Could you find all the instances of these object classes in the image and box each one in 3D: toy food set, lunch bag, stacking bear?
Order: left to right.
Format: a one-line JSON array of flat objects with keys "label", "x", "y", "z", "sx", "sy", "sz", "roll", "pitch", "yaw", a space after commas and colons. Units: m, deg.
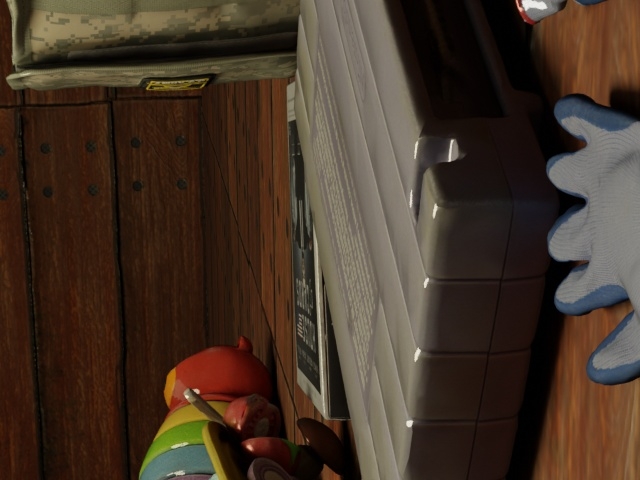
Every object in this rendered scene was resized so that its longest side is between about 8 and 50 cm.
[{"label": "lunch bag", "x": -0.107, "y": -0.200, "z": 1.104, "sx": 0.287, "sy": 0.235, "sz": 0.169, "roll": 98, "pitch": 165, "yaw": -54}, {"label": "stacking bear", "x": -0.113, "y": 0.228, "z": 1.648, "sx": 0.289, "sy": 0.164, "sz": 0.175, "roll": -84, "pitch": 5, "yaw": -48}, {"label": "toy food set", "x": -0.019, "y": 0.165, "z": 1.134, "sx": 0.128, "sy": 0.071, "sz": 0.218, "roll": 49, "pitch": -176, "yaw": -31}]

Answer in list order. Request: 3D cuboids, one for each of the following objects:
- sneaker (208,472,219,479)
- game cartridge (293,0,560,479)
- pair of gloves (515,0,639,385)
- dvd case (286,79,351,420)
[{"label": "sneaker", "x": -0.045, "y": 0.264, "z": 1.271, "sx": 0.319, "sy": 0.127, "sz": 0.208, "roll": -28, "pitch": 45, "yaw": 63}, {"label": "game cartridge", "x": 0.037, "y": -0.042, "z": 0.741, "sx": 0.355, "sy": 0.068, "sz": 0.230, "roll": -101, "pitch": 7, "yaw": -48}, {"label": "pair of gloves", "x": 0.088, "y": -0.056, "z": 0.462, "sx": 0.159, "sy": 0.023, "sz": 0.198, "roll": 160, "pitch": 106, "yaw": -81}, {"label": "dvd case", "x": 0.000, "y": 0.000, "z": 1.160, "sx": 0.179, "sy": 0.030, "sz": 0.238, "roll": -160, "pitch": 68, "yaw": -83}]
